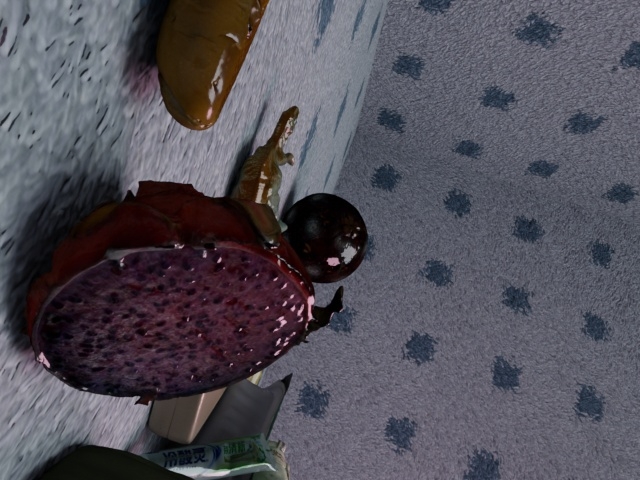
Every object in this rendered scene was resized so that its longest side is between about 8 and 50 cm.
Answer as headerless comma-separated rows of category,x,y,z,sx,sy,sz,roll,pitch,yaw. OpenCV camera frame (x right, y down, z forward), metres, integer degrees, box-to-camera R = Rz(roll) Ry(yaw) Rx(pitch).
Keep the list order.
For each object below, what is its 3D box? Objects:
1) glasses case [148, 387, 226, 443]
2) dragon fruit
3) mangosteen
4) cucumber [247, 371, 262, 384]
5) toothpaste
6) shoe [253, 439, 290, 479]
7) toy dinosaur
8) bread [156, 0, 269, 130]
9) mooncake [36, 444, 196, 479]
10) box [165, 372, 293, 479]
glasses case,-0.203,0.223,1.002,0.336,0.076,0.144,-57,165,-77
dragon fruit,-0.123,0.024,0.470,0.224,0.218,0.148,-33,-134,14
mangosteen,0.000,0.000,1.612,0.288,0.288,0.288,19,90,-87
cucumber,-0.243,0.417,1.340,0.145,0.105,0.325,-26,-143,55
toothpaste,-0.184,0.353,0.865,0.297,0.074,0.048,15,125,-48
shoe,-0.112,0.468,1.027,0.342,0.132,0.210,-24,-156,40
toy dinosaur,-0.112,-0.034,0.909,0.205,0.092,0.393,103,8,-62
bread,-0.094,-0.183,0.470,0.114,0.077,0.189,-35,-149,59
mooncake,-0.232,0.388,0.544,0.351,0.187,0.351,20,90,-85
box,-0.214,0.395,1.063,0.264,0.106,0.336,-36,-164,27
